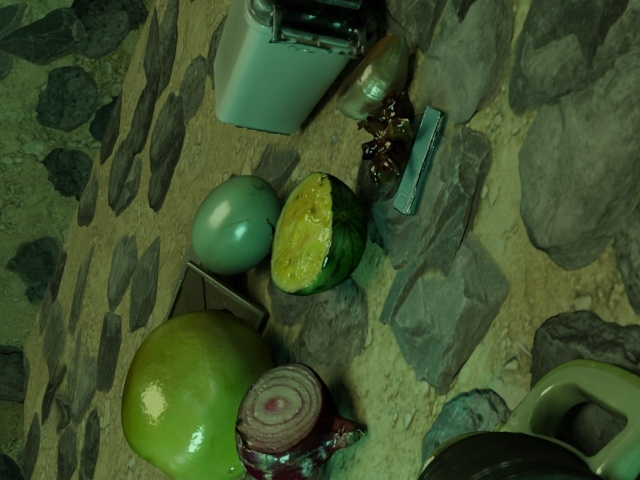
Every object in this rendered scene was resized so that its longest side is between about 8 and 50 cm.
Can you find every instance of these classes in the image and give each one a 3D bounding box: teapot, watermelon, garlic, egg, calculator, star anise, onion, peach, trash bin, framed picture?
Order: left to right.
[{"bbox_3d":[-0.226,0.290,1.838,0.315,0.282,0.314,-68,21,4],"label":"peach"},{"bbox_3d":[-0.243,0.213,2.049,0.211,0.020,0.289,32,116,19],"label":"framed picture"},{"bbox_3d":[-0.167,-0.030,1.973,0.231,0.168,0.168,-55,34,33],"label":"egg"},{"bbox_3d":[-0.067,-0.365,1.846,0.367,0.256,0.296,125,144,-50],"label":"trash bin"},{"bbox_3d":[-0.023,0.309,1.592,0.195,0.218,0.139,-63,-33,-45],"label":"onion"},{"bbox_3d":[0.004,-0.002,1.661,0.232,0.127,0.204,-46,41,45],"label":"watermelon"},{"bbox_3d":[0.084,-0.256,1.666,0.195,0.087,0.101,-44,29,54],"label":"garlic"},{"bbox_3d":[0.110,-0.162,1.571,0.168,0.057,0.167,-19,68,59],"label":"star anise"},{"bbox_3d":[0.154,-0.123,1.535,0.057,0.018,0.172,37,113,61],"label":"calculator"},{"bbox_3d":[0.202,0.268,1.043,0.239,0.240,0.321,-125,45,-73],"label":"teapot"}]

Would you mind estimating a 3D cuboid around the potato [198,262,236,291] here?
[{"bbox_3d":[-0.242,0.145,2.123,0.251,0.113,0.149,-66,26,11],"label":"potato"}]
